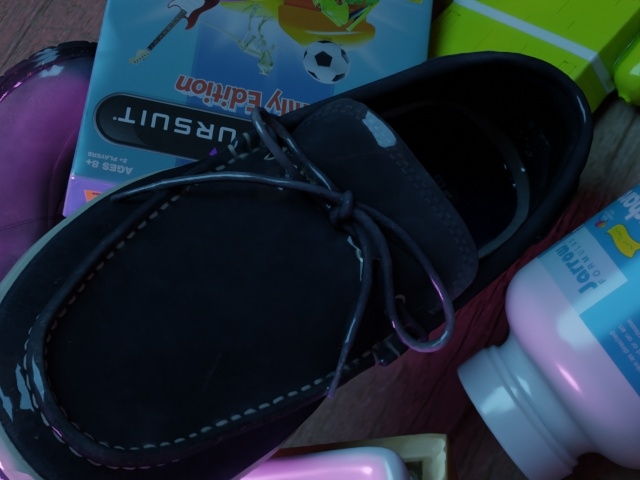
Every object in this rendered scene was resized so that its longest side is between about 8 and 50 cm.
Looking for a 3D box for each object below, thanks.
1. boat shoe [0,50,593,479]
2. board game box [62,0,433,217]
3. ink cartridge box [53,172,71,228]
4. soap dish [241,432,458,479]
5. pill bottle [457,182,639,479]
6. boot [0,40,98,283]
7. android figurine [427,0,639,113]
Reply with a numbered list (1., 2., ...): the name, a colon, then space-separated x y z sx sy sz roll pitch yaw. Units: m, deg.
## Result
1. boat shoe: 0.000 0.000 0.801 0.500 0.187 0.156 -28 -7 -42
2. board game box: -0.044 -0.159 1.047 0.079 0.254 0.336 124 155 -64
3. ink cartridge box: -0.080 -0.157 1.237 0.308 0.091 0.385 4 54 40
4. soap dish: -0.018 0.269 0.774 0.229 0.118 0.291 -12 62 27
5. pill bottle: 0.214 0.038 0.798 0.264 0.146 0.146 -37 43 7
6. boot: -0.232 0.016 1.112 0.338 0.118 0.222 -49 64 31
7. android figurine: 0.193 -0.180 1.056 0.273 0.056 0.248 -49 43 -7
